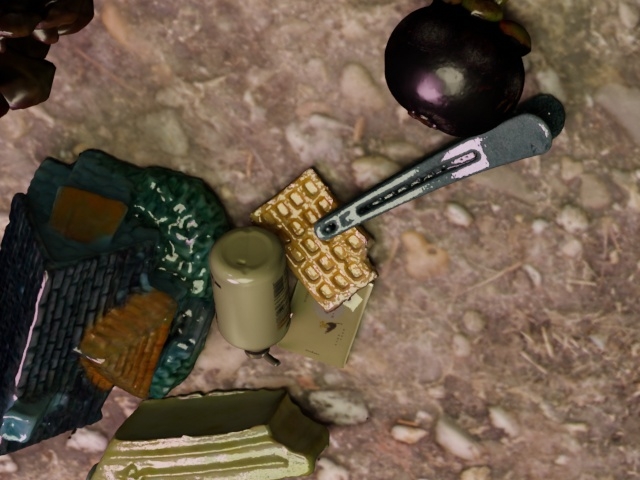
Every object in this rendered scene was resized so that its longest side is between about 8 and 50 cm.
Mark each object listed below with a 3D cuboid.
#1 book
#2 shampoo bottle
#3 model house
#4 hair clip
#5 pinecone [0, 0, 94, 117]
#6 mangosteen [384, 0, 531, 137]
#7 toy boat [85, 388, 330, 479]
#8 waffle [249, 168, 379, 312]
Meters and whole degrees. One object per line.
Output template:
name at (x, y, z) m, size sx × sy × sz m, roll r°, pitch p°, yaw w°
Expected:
book at (0.004, 0.078, 2.035) m, size 0.077 × 0.014 × 0.111 m, roll 19°, pitch 118°, yaw 1°
shampoo bottle at (-0.070, 0.063, 1.997) m, size 0.079 × 0.079 × 0.162 m, roll 6°, pitch 139°, yaw 8°
model house at (-0.234, 0.076, 1.955) m, size 0.226 × 0.241 × 0.261 m, roll 19°, pitch 118°, yaw 3°
hair clip at (0.115, -0.063, 1.913) m, size 0.275 × 0.083 × 0.048 m, roll -27°, pitch 104°, yaw 25°
pinecone at (-0.415, -0.230, 1.755) m, size 0.397 × 0.398 × 0.398 m, roll 4°, pitch 117°, yaw 8°
mangosteen at (0.134, -0.176, 1.831) m, size 0.137 × 0.137 × 0.151 m, roll 30°, pitch 84°, yaw -5°
toy boat at (-0.133, 0.218, 2.077) m, size 0.276 × 0.111 × 0.084 m, roll -9°, pitch 109°, yaw 18°
waffle at (0.000, 0.000, 1.984) m, size 0.092 × 0.021 × 0.135 m, roll -38°, pitch 100°, yaw 18°
